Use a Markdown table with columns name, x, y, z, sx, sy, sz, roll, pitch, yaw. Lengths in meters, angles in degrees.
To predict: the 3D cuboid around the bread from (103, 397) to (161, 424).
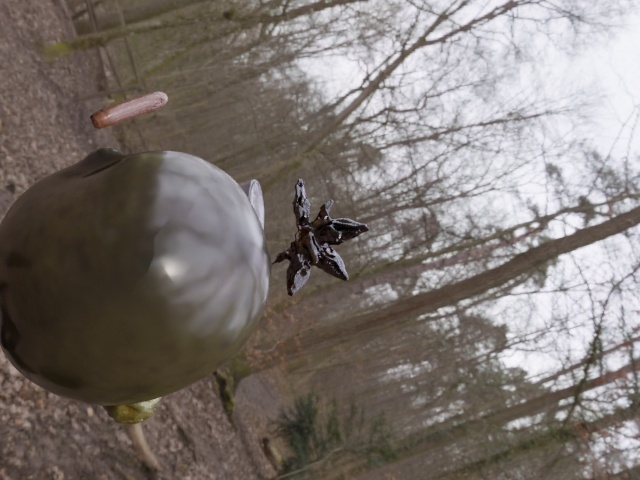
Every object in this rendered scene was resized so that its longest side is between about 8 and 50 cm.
| name | x | y | z | sx | sy | sz | roll | pitch | yaw |
| --- | --- | --- | --- | --- | --- | --- | --- | --- | --- |
| bread | -0.340 | 0.233 | 1.050 | 0.088 | 0.128 | 0.231 | -33 | 146 | -65 |

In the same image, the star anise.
| name | x | y | z | sx | sy | sz | roll | pitch | yaw |
| --- | --- | --- | --- | --- | --- | --- | --- | --- | --- |
| star anise | 0.001 | 0.002 | 0.973 | 0.053 | 0.157 | 0.212 | 62 | 42 | -64 |

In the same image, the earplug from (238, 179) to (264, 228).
| name | x | y | z | sx | sy | sz | roll | pitch | yaw |
| --- | --- | --- | --- | --- | --- | --- | --- | --- | --- |
| earplug | -0.316 | -0.072 | 1.552 | 0.172 | 0.302 | 0.172 | -2 | 90 | -83 |

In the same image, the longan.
| name | x | y | z | sx | sy | sz | roll | pitch | yaw |
| --- | --- | --- | --- | --- | --- | --- | --- | --- | --- |
| longan | -0.242 | 0.040 | 0.755 | 0.361 | 0.361 | 0.360 | 167 | -90 | -76 |

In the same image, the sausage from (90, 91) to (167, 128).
| name | x | y | z | sx | sy | sz | roll | pitch | yaw |
| --- | --- | --- | --- | --- | --- | --- | --- | --- | --- |
| sausage | -0.402 | -0.281 | 1.235 | 0.043 | 0.186 | 0.043 | 26 | -47 | 32 |
